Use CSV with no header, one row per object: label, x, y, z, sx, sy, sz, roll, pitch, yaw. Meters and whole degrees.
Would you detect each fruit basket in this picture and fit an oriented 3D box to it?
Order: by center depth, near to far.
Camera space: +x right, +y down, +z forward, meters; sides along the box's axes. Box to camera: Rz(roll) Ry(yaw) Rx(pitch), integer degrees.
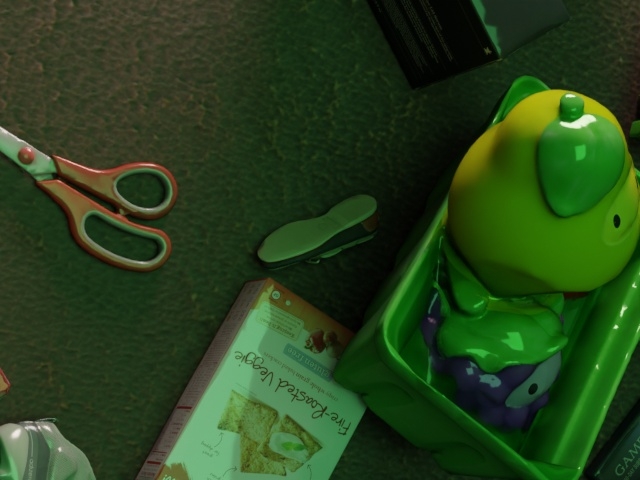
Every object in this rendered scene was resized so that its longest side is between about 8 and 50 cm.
fruit basket,0.209,0.014,1.691,0.283,0.392,0.392,40,72,-15

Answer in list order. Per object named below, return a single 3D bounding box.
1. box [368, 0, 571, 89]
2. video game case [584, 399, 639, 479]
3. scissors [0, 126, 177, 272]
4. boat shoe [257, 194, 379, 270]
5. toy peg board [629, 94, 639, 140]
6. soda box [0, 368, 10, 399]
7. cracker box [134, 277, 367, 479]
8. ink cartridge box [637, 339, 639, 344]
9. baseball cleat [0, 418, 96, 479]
box,0.112,-0.298,1.807,0.103,0.184,0.261,-30,98,-21
video game case,0.437,0.273,1.984,0.274,0.026,0.196,45,71,-13
scissors,-0.268,-0.061,1.716,0.297,0.021,0.109,22,79,-21
boat shoe,0.000,0.000,1.812,0.137,0.049,0.043,-27,135,-22
toy peg board,0.423,-0.156,1.982,0.161,0.079,0.161,20,80,-20
soda box,-0.383,0.044,1.626,0.092,0.083,0.263,-31,97,-22
cracker box,-0.054,0.174,1.763,0.156,0.067,0.232,33,75,-17
ink cartridge box,0.405,0.030,1.953,0.212,0.093,0.154,-3,87,-22
baseball cleat,-0.250,0.267,1.672,0.109,0.072,0.206,-8,92,-30
